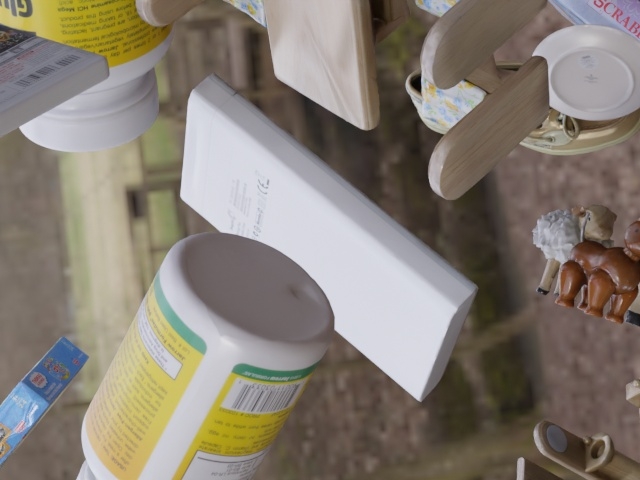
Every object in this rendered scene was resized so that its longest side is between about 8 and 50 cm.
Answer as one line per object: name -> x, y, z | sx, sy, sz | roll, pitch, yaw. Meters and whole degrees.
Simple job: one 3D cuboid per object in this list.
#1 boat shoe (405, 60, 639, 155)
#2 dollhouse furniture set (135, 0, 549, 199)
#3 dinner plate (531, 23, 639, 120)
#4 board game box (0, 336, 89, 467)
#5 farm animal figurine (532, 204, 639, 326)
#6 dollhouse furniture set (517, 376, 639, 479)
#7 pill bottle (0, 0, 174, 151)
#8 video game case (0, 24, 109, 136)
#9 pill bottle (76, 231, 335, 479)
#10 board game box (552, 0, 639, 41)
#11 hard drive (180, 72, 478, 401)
boat shoe -> 0.243, -0.163, 2.327 | 0.089, 0.285, 0.105 | 36, -123, -67
dollhouse furniture set -> -0.037, -0.233, 1.567 | 0.362, 0.256, 0.394 | 33, 150, 30
dinner plate -> 0.300, -0.180, 2.153 | 0.141, 0.141, 0.017 | 90, -170, -46
board game box -> -0.308, 0.196, 1.820 | 0.211, 0.039, 0.160 | -51, 3, 13
farm animal figurine -> 0.406, 0.024, 2.019 | 0.327, 0.330, 0.172 | -147, 74, -84
dollhouse furniture set -> 0.256, 0.162, 1.584 | 0.151, 0.123, 0.144 | -35, 36, 40
pill bottle -> -0.235, -0.260, 1.837 | 0.188, 0.187, 0.334 | -105, 10, -55
video game case -> -0.282, -0.109, 1.440 | 0.173, 0.190, 0.022 | 20, 130, 36
pill bottle -> -0.084, 0.107, 1.258 | 0.208, 0.117, 0.118 | -61, 25, 30
board game box -> 0.415, -0.261, 2.545 | 0.318, 0.066, 0.318 | 42, -172, 18
hard drive -> 0.000, 0.000, 2.046 | 0.353, 0.047, 0.233 | 40, 155, 14
